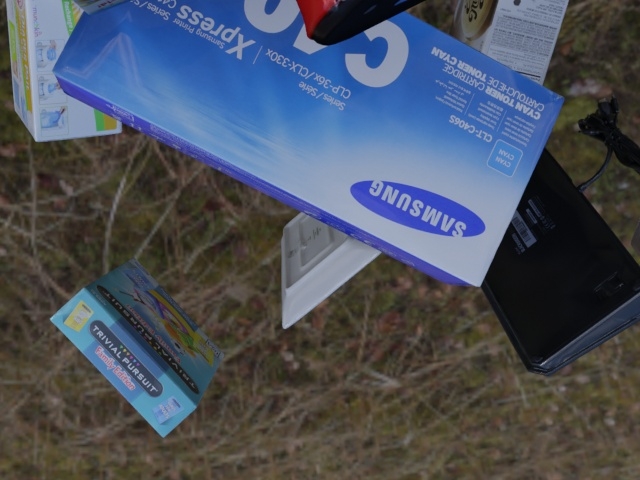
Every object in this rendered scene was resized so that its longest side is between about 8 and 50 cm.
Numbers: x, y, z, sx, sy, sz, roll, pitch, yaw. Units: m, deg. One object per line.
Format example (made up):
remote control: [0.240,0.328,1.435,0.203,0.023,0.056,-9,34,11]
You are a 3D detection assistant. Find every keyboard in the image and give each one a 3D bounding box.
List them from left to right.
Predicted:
keyboard: [0.221,-0.027,0.847,0.201,0.317,0.033,-40,121,15]

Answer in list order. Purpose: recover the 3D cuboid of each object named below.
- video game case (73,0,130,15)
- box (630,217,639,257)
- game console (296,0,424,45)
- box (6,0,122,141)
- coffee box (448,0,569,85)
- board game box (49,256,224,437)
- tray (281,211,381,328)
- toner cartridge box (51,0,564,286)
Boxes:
video game case: [-0.100,-0.172,0.510,0.119,0.015,0.166,-20,176,3]
box: [0.636,0.035,1.275,0.296,0.294,0.183,-29,164,6]
game console: [0.180,-0.247,0.510,0.342,0.060,0.387,-26,-172,48]
box: [-0.298,-0.231,1.082,0.103,0.114,0.203,-10,120,-27]
coffee box: [0.283,-0.310,1.487,0.119,0.168,0.297,9,108,-15]
board game box: [-0.294,0.166,1.585,0.079,0.254,0.336,-42,-176,5]
tray: [0.000,0.000,1.128,0.145,0.270,0.030,-40,107,11]
toner cartridge box: [-0.006,-0.111,0.712,0.348,0.165,0.075,26,175,-8]
